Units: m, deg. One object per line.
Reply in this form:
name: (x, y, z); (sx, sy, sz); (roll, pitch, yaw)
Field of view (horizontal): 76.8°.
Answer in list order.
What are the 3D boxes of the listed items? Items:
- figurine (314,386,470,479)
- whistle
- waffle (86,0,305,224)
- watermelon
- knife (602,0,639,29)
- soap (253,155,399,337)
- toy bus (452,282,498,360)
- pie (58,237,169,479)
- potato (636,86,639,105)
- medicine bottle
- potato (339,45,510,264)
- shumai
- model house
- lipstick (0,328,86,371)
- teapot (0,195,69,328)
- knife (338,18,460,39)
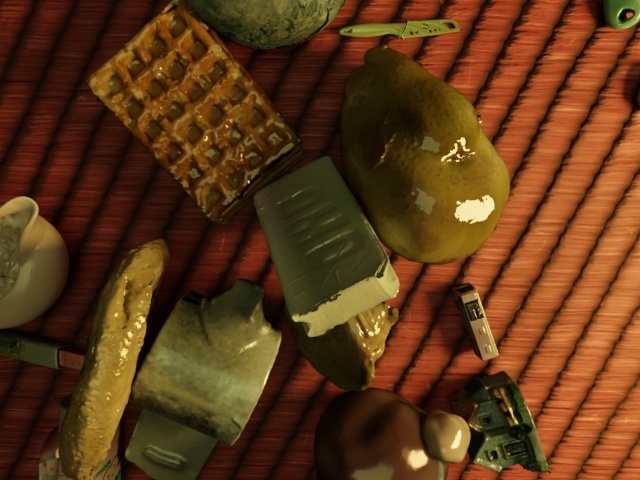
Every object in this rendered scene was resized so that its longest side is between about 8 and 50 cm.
figurine: (0.073, 0.417, 0.642); (0.218, 0.206, 0.364); (8, 96, -25)
whistle: (-0.203, 0.243, 0.678); (0.168, 0.188, 0.404); (27, 127, -6)
waffle: (-0.195, -0.200, 0.667); (0.213, 0.091, 0.308); (-41, 91, 4)
watermelon: (-0.054, -0.410, 0.581); (0.322, 0.175, 0.188); (-27, 97, -9)
knife: (0.445, -0.463, 0.662); (0.035, 0.063, 0.260); (-33, 92, -40)
soap: (0.000, 0.000, 0.597); (0.150, 0.261, 0.094); (-30, 138, 7)
toy bus: (0.269, 0.141, 0.703); (0.037, 0.052, 0.130); (-19, 94, 4)
pie: (-0.295, 0.158, 0.572); (0.075, 0.337, 0.337); (20, 94, -21)
potato: (0.565, -0.257, 0.677); (0.051, 0.040, 0.083); (16, 93, 5)
medicine bottle: (-0.406, 0.362, 0.692); (0.095, 0.119, 0.187); (4, 94, 0)
potato: (0.140, -0.132, 0.616); (0.218, 0.202, 0.350); (-23, 84, -5)
shumai: (0.040, 0.137, 0.673); (0.120, 0.201, 0.201); (-27, 94, -38)
model house: (0.280, 0.320, 0.691); (0.149, 0.119, 0.148); (-21, 94, 10)
lipstick: (-0.545, 0.182, 0.717); (0.313, 0.051, 0.051); (14, 92, -1)
teapot: (-0.535, 0.053, 0.658); (0.204, 0.139, 0.298); (36, 88, -6)
knife: (0.134, -0.358, 0.688); (0.207, 0.014, 0.030); (-4, 92, 0)
